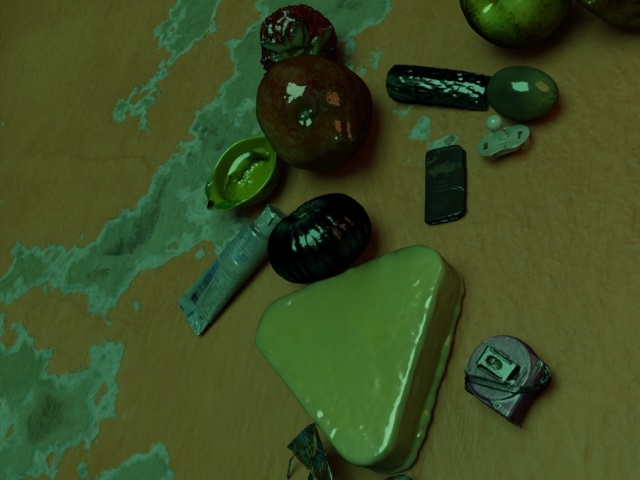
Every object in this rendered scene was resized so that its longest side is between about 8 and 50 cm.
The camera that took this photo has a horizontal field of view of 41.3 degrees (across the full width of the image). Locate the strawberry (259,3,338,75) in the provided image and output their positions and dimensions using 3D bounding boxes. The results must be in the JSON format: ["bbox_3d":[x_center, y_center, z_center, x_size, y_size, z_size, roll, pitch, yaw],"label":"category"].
[{"bbox_3d":[-0.046,-0.422,1.829,0.184,0.187,0.201,-50,16,32],"label":"strawberry"}]

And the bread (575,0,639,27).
[{"bbox_3d":[0.513,-0.481,1.427,0.179,0.340,0.194,-39,29,63],"label":"bread"}]

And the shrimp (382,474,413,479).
[{"bbox_3d":[0.062,0.454,1.343,0.233,0.079,0.090,-49,45,9],"label":"shrimp"}]

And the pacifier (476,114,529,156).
[{"bbox_3d":[0.319,-0.192,1.513,0.099,0.078,0.081,-18,36,26],"label":"pacifier"}]

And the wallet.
[{"bbox_3d":[0.229,-0.104,1.563,0.082,0.018,0.156,-10,60,29],"label":"wallet"}]

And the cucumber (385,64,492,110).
[{"bbox_3d":[0.229,-0.303,1.640,0.211,0.062,0.078,12,72,38],"label":"cucumber"}]

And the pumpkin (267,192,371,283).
[{"bbox_3d":[0.000,0.000,1.568,0.202,0.140,0.202,-30,17,10],"label":"pumpkin"}]

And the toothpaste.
[{"bbox_3d":[-0.177,0.054,1.728,0.299,0.073,0.114,-48,50,13],"label":"toothpaste"}]

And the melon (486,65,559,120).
[{"bbox_3d":[0.358,-0.260,1.507,0.131,0.098,0.098,21,79,35],"label":"melon"}]

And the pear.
[{"bbox_3d":[0.363,-0.449,1.554,0.197,0.197,0.197,-16,58,27],"label":"pear"}]

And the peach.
[{"bbox_3d":[-0.005,-0.243,1.662,0.232,0.232,0.257,-50,39,1],"label":"peach"}]

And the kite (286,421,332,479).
[{"bbox_3d":[-0.013,0.370,1.404,0.183,0.010,0.160,31,121,57],"label":"kite"}]

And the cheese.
[{"bbox_3d":[0.074,0.218,1.438,0.384,0.104,0.383,-16,58,27],"label":"cheese"}]

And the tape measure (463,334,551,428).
[{"bbox_3d":[0.290,0.210,1.316,0.125,0.074,0.118,29,83,38],"label":"tape measure"}]

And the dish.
[{"bbox_3d":[-0.149,-0.128,1.792,0.207,0.080,0.149,-46,53,3],"label":"dish"}]
